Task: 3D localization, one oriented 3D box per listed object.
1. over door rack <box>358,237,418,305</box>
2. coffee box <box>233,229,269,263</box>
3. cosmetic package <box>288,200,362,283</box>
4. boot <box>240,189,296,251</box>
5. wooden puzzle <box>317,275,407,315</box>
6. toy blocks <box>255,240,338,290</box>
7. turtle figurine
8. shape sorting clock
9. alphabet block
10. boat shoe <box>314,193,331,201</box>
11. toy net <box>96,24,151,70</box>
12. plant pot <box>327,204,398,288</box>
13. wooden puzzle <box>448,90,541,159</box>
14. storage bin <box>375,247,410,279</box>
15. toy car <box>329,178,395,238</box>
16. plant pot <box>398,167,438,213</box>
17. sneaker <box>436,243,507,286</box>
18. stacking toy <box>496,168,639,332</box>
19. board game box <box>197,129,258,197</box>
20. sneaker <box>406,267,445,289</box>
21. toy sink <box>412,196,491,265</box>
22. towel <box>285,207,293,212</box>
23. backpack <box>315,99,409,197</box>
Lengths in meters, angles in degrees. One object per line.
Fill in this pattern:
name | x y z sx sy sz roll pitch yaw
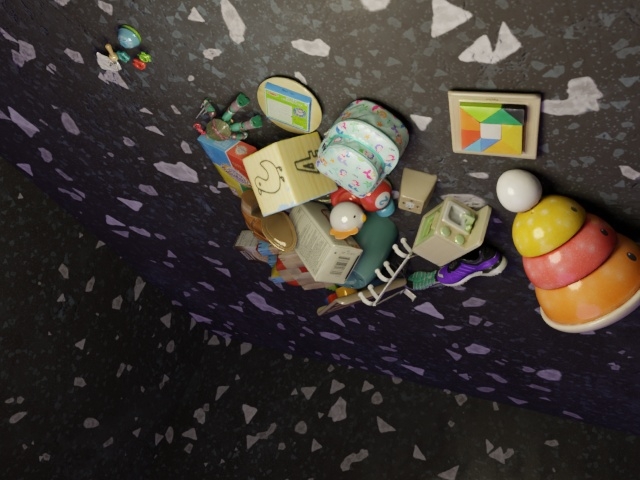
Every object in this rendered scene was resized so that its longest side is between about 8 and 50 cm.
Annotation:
over door rack | 0.289 0.112 1.982 0.324 0.239 0.108 2 -142 -51
coffee box | -0.244 0.030 2.475 0.247 0.098 0.141 1 147 36
cosmetic package | 0.000 0.000 1.897 0.129 0.296 0.153 9 120 -36
boot | -0.186 -0.031 1.967 0.283 0.109 0.220 42 158 18
wooden puzzle | 0.165 0.225 2.389 0.322 0.080 0.348 -15 171 -20
toy blocks | -0.104 0.100 2.315 0.261 0.190 0.381 -10 144 18
turtle figurine | -0.301 -0.372 1.761 0.234 0.118 0.175 -13 137 41
shape sorting clock | -0.090 -0.397 1.625 0.206 0.040 0.206 21 154 11
alphabet block | -0.094 -0.208 1.732 0.192 0.193 0.197 -15 97 48
boat shoe | -0.053 -0.180 1.957 0.228 0.081 0.068 9 147 19
toy net | -0.603 -0.569 1.694 0.232 0.045 0.122 -8 143 47
plant pot | 0.117 0.038 2.065 0.293 0.235 0.293 18 154 9
wooden puzzle | 0.444 -0.289 1.420 0.221 0.044 0.238 9 151 24
storage bin | 0.255 0.091 2.230 0.180 0.084 0.122 -5 143 41
toy car | 0.115 -0.096 1.798 0.210 0.238 0.219 -1 146 27
plant pot | 0.297 -0.148 1.736 0.109 0.096 0.109 17 153 9
sneaker | 0.513 0.072 1.995 0.146 0.102 0.293 37 145 -21
stacking toy | 0.666 -0.007 1.561 0.480 0.350 0.351 46 148 -12
board game box | -0.272 -0.240 1.955 0.242 0.064 0.316 28 159 32
sneaker | 0.453 0.173 2.240 0.098 0.083 0.224 33 151 -31
toy sink | 0.418 -0.038 1.789 0.131 0.152 0.234 28 154 -11
towel | -0.094 -0.127 2.148 0.148 0.027 0.110 27 154 -11
backpack | 0.118 -0.262 1.568 0.225 0.191 0.253 34 145 -5
